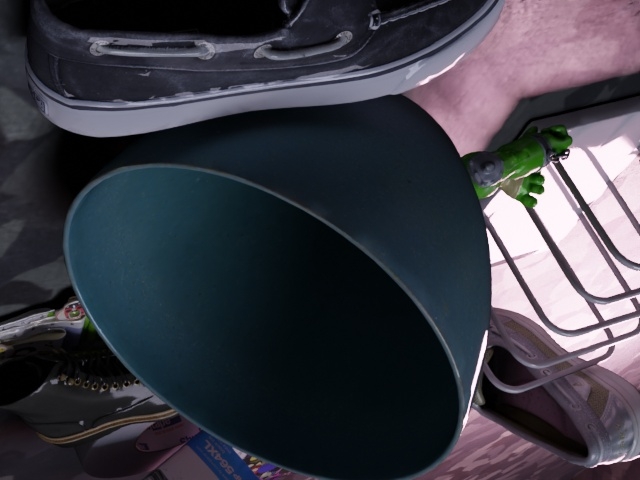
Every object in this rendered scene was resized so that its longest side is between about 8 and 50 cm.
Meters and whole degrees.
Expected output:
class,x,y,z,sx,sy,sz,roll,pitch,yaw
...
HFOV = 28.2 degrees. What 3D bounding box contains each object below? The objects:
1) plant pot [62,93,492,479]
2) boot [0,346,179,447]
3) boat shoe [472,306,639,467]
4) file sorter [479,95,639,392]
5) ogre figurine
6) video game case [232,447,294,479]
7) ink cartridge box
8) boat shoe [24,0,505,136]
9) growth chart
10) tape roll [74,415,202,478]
class,x,y,z,sx,sy,sz,roll,pitch,yaw
plant pot,0.000,0.000,0.877,0.195,0.290,0.290,-56,177,-37
boot,-0.174,0.110,1.067,0.198,0.077,0.137,-30,154,4
boat shoe,0.219,0.163,1.433,0.103,0.320,0.118,-10,117,-38
file sorter,0.264,0.011,1.289,0.193,0.173,0.277,-15,155,-30
ogre figurine,0.111,-0.042,1.105,0.197,0.097,0.118,-3,-173,33
video game case,-0.034,0.228,1.532,0.232,0.042,0.210,-6,147,-40
ink cartridge box,-0.170,0.283,1.206,0.148,0.086,0.203,-43,175,33
boat shoe,-0.019,-0.143,0.720,0.301,0.108,0.102,-13,156,-18
growth chart,-0.278,0.109,1.066,0.237,0.021,0.172,-21,158,-16
tape roll,-0.142,0.148,1.243,0.219,0.072,0.219,-24,159,-10
